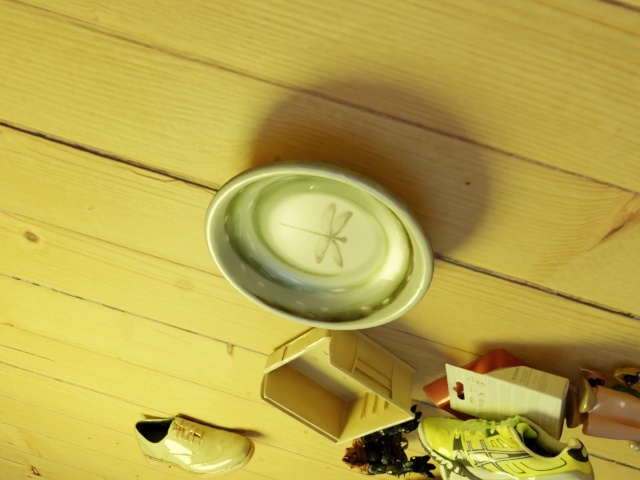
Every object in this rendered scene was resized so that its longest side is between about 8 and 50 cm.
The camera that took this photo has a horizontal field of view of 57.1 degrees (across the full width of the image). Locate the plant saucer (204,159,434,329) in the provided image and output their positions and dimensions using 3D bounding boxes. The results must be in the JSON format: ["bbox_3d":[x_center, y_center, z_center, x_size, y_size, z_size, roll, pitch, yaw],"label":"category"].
[{"bbox_3d":[0.000,0.000,1.035,0.400,0.100,0.400,8,136,8],"label":"plant saucer"}]

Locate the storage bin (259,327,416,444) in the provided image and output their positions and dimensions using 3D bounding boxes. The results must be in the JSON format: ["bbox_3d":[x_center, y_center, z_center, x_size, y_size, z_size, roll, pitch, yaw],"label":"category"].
[{"bbox_3d":[0.036,0.326,1.343,0.260,0.123,0.262,36,134,-20],"label":"storage bin"}]

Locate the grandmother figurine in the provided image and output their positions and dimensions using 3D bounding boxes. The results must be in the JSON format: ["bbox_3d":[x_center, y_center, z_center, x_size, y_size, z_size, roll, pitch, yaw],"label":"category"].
[{"bbox_3d":[0.675,0.370,1.160,0.342,0.104,0.208,12,145,9],"label":"grandmother figurine"}]

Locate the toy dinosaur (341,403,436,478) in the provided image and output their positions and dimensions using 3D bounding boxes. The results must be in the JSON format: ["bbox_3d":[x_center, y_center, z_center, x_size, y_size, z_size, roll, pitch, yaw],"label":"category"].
[{"bbox_3d":[0.150,0.523,1.435,0.218,0.322,0.164,-22,90,27],"label":"toy dinosaur"}]

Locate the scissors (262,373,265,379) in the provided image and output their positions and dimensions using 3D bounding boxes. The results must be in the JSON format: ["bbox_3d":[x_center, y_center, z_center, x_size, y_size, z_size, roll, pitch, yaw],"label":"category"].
[{"bbox_3d":[-0.006,0.399,1.504,0.297,0.021,0.109,14,135,6],"label":"scissors"}]

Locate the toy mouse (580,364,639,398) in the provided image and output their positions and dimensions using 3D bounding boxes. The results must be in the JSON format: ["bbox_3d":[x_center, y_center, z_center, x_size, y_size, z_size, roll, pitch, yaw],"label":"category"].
[{"bbox_3d":[0.593,0.296,1.204,0.161,0.031,0.143,16,137,1],"label":"toy mouse"}]

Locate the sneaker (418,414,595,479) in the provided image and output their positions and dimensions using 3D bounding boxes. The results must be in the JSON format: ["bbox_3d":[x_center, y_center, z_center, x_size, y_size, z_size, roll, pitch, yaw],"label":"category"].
[{"bbox_3d":[0.380,0.426,1.228,0.384,0.145,0.147,8,105,40],"label":"sneaker"}]

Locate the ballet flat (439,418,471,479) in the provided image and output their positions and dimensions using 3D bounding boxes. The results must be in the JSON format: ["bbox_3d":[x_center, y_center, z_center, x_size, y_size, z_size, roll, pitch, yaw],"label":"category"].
[{"bbox_3d":[0.372,0.618,1.533,0.139,0.139,0.400,-3,134,20],"label":"ballet flat"}]

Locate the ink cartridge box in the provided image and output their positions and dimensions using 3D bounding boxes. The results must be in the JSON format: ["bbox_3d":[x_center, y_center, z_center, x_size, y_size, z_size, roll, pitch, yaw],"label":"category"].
[{"bbox_3d":[0.389,0.325,1.231,0.232,0.066,0.189,17,142,31],"label":"ink cartridge box"}]

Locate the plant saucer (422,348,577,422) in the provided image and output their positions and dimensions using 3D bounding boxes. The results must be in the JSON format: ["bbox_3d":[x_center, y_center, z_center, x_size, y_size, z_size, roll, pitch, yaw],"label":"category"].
[{"bbox_3d":[0.406,0.364,1.322,0.259,0.048,0.258,32,135,-15],"label":"plant saucer"}]

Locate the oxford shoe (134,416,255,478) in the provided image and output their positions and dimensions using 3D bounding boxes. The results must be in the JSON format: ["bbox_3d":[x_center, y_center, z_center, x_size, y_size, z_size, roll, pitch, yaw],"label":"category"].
[{"bbox_3d":[-0.390,0.609,1.761,0.397,0.140,0.146,-6,125,20],"label":"oxford shoe"}]
